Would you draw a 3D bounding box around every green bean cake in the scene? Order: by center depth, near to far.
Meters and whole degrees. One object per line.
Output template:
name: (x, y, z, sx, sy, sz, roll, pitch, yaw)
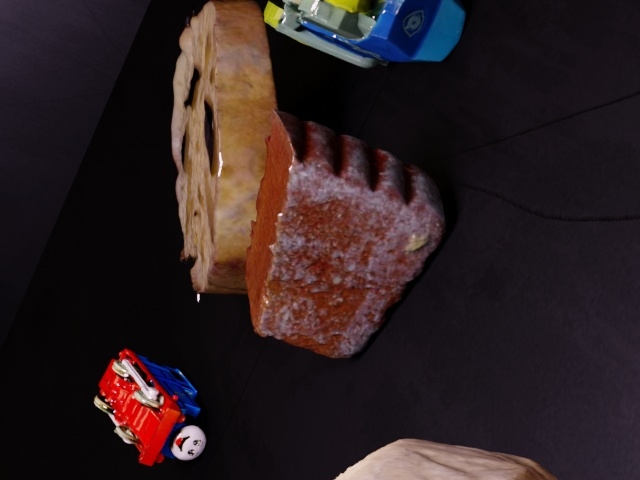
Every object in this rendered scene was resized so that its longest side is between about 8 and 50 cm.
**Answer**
green bean cake: (0.000, 0.000, 1.548, 0.097, 0.198, 0.233, -94, 27, -51)

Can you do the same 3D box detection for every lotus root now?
lotus root: (-0.117, -0.118, 1.919, 0.390, 0.111, 0.375, -114, 23, -60)

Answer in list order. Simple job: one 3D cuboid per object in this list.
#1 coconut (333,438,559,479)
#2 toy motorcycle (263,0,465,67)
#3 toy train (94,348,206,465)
coconut: (0.088, 0.291, 0.931, 0.329, 0.328, 0.329, -52, 26, 39)
toy motorcycle: (0.056, -0.275, 1.702, 0.326, 0.200, 0.191, -97, 32, -72)
toy train: (-0.214, 0.220, 1.993, 0.083, 0.131, 0.204, -61, 32, 6)
